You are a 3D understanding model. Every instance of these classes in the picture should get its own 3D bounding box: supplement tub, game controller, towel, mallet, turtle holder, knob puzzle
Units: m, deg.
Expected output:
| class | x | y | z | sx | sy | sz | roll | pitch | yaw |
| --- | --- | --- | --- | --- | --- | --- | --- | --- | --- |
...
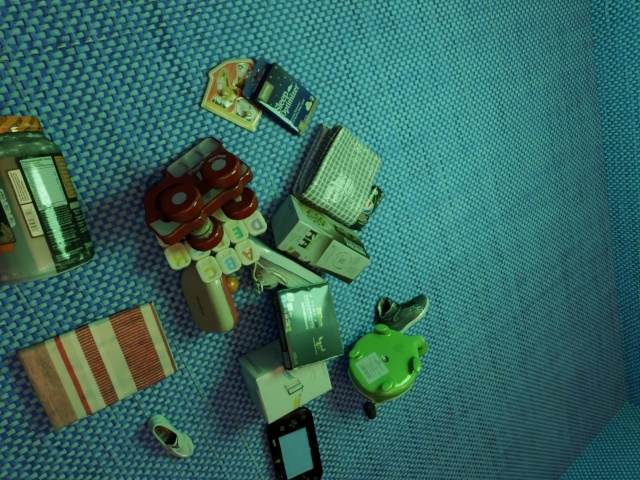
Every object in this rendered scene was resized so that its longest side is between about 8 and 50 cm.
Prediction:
| class | x | y | z | sx | sy | sz | roll | pitch | yaw |
| --- | --- | --- | --- | --- | --- | --- | --- | --- | --- |
| supplement tub | -0.659 | -0.089 | 0.887 | 0.207 | 0.207 | 0.337 | -18 | 105 | -26 |
| game controller | -0.089 | 0.745 | 1.419 | 0.167 | 0.067 | 0.319 | -16 | 105 | -27 |
| towel | -0.588 | 0.331 | 1.092 | 0.329 | 0.037 | 0.237 | -21 | 105 | -27 |
| mallet | 0.251 | 0.634 | 1.618 | 0.190 | 0.039 | 0.062 | -36 | 111 | -26 |
| turtle holder | 0.242 | 0.446 | 1.484 | 0.320 | 0.243 | 0.227 | -54 | 157 | -35 |
| towel | 0.066 | -0.219 | 1.331 | 0.235 | 0.121 | 0.283 | 28 | 83 | -31 |
| knob puzzle | -0.236 | -0.444 | 1.177 | 0.213 | 0.030 | 0.213 | -5 | 99 | -29 |

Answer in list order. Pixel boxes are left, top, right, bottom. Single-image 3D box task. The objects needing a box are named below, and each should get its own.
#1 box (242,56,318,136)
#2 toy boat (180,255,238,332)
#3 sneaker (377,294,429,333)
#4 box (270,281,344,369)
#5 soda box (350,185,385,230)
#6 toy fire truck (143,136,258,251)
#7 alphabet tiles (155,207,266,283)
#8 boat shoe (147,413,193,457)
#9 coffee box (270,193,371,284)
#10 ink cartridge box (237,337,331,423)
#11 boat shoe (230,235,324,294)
| class | x | y | z | sx | sy | sz | roll | pitch | yaw |
| --- | --- | --- | --- | --- | --- | --- | --- | --- | --- |
| box | -0.117 | -0.438 | 1.225 | 0.225 | 0.037 | 0.136 | 29 | 80 | -36 |
| toy boat | -0.303 | 0.149 | 1.184 | 0.151 | 0.151 | 0.231 | -38 | 119 | -53 |
| sneaker | 0.322 | 0.256 | 1.567 | 0.226 | 0.086 | 0.163 | -41 | 118 | -17 |
| box | -0.039 | 0.253 | 1.214 | 0.184 | 0.059 | 0.232 | -6 | 80 | -32 |
| soda box | 0.158 | -0.117 | 1.433 | 0.053 | 0.060 | 0.168 | 40 | 78 | -27 |
| toy fire truck | -0.332 | -0.133 | 1.062 | 0.302 | 0.254 | 0.169 | -44 | 148 | -16 |
| alphabet tiles | -0.303 | -0.034 | 1.116 | 0.284 | 0.021 | 0.277 | -25 | 78 | -17 |
| boat shoe | -0.441 | 0.594 | 1.196 | 0.066 | 0.063 | 0.184 | -34 | 112 | -21 |
| coffee box | 0.000 | 0.000 | 1.282 | 0.297 | 0.168 | 0.119 | 29 | 112 | -29 |
| ink cartridge box | -0.117 | 0.429 | 1.294 | 0.233 | 0.171 | 0.168 | -20 | 107 | -25 |
| boat shoe | -0.162 | 0.104 | 1.257 | 0.367 | 0.136 | 0.156 | 32 | 91 | -36 |
